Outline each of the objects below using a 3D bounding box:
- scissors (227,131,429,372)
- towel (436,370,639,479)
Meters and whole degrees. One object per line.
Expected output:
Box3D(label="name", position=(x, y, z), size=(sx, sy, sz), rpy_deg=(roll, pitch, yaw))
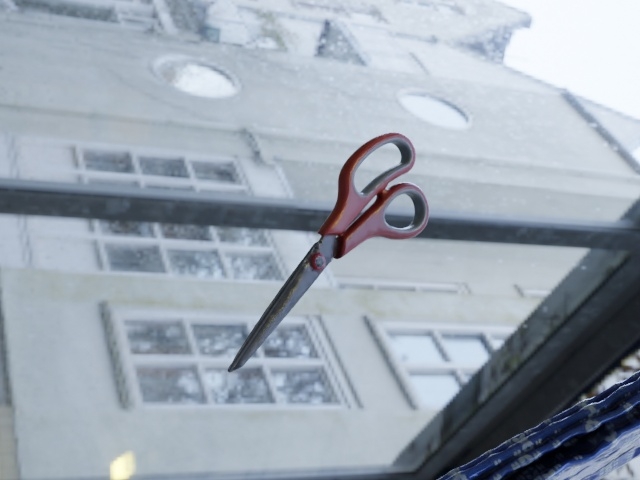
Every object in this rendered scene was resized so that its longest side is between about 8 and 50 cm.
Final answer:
Box3D(label="scissors", position=(0.000, 0.000, 0.971), size=(0.021, 0.297, 0.109), rpy_deg=(0, -61, 52))
Box3D(label="towel", position=(0.127, 0.146, 0.602), size=(0.040, 0.336, 0.243), rpy_deg=(61, -5, 22))
